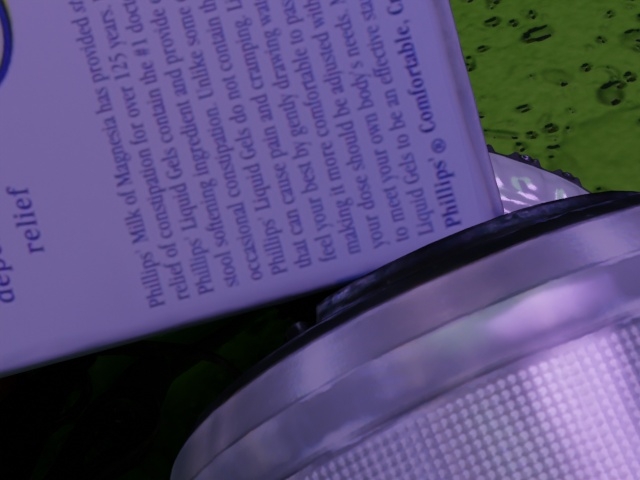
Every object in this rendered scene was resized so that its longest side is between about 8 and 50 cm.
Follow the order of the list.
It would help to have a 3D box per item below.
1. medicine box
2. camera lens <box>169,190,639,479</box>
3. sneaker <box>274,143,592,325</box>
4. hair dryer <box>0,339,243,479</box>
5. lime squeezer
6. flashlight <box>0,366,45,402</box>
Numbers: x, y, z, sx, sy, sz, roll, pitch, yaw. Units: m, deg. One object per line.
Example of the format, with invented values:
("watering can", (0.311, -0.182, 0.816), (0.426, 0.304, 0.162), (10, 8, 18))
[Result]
("medicine box", (-0.103, -0.031, 0.670), (0.289, 0.149, 0.263), (-16, -1, -1))
("camera lens", (0.093, 0.138, 0.540), (0.219, 0.219, 0.274), (-21, 72, -5))
("sneaker", (0.000, 0.000, 0.848), (0.271, 0.100, 0.108), (16, 59, 12))
("hair dryer", (-0.160, 0.136, 0.722), (0.294, 0.080, 0.223), (-3, 32, -10))
("lime squeezer", (-0.067, 0.105, 0.831), (0.110, 0.059, 0.310), (18, 43, -7))
("flashlight", (-0.211, 0.136, 0.804), (0.103, 0.103, 0.304), (-6, 45, 34))
